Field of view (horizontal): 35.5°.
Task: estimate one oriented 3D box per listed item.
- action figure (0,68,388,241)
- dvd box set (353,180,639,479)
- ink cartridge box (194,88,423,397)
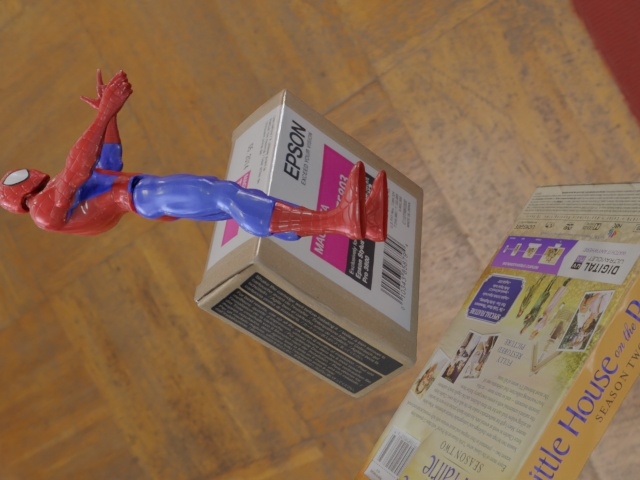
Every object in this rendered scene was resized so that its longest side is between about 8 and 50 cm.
[{"bbox_3d":[-0.098,-0.065,0.683,0.280,0.091,0.139,-1,86,17],"label":"action figure"},{"bbox_3d":[0.201,0.128,1.007,0.062,0.420,0.307,35,173,-13],"label":"dvd box set"},{"bbox_3d":[0.000,0.000,0.944,0.193,0.235,0.088,34,131,-26],"label":"ink cartridge box"}]
